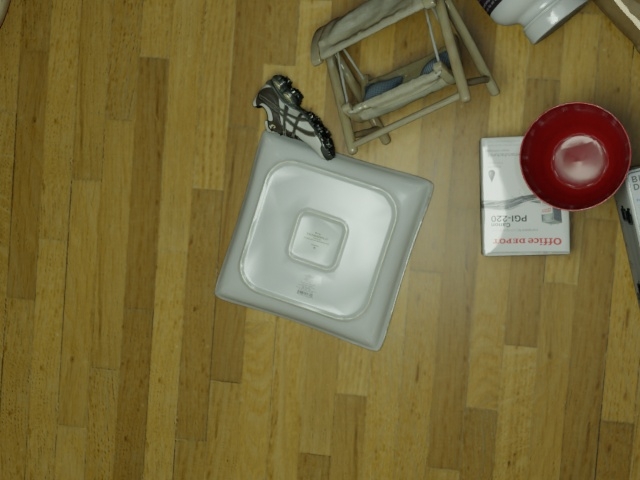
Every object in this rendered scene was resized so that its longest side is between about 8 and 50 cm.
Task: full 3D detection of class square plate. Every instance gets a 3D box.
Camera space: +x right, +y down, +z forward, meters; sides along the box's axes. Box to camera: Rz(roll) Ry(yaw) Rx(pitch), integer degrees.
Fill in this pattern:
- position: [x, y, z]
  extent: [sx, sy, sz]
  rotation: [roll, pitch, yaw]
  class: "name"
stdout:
- position: [0.000, 0.000, 1.822]
  extent: [0.347, 0.049, 0.344]
  rotation: [18, 95, 8]
  class: "square plate"

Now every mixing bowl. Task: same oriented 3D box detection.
- position: [0.436, -0.140, 1.626]
  extent: [0.181, 0.098, 0.181]
  rotation: [0, 90, 20]
  class: "mixing bowl"

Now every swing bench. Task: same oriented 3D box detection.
- position: [0.137, -0.322, 1.691]
  extent: [0.253, 0.165, 0.255]
  rotation: [-22, 90, 31]
  class: "swing bench"

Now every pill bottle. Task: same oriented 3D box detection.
- position: [0.325, -0.509, 1.683]
  extent: [0.181, 0.181, 0.323]
  rotation: [-37, 87, 8]
  class: "pill bottle"

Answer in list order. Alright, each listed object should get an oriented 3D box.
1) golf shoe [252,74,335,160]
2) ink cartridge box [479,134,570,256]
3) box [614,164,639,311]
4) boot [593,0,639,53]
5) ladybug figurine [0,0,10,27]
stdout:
- position: [-0.050, -0.217, 1.811]
  extent: [0.094, 0.077, 0.198]
  rotation: [-39, 76, 12]
  class: "golf shoe"
- position: [0.370, -0.080, 1.741]
  extent: [0.158, 0.092, 0.218]
  rotation: [-2, 94, 8]
  class: "ink cartridge box"
- position: [0.589, 0.008, 1.674]
  extent: [0.087, 0.169, 0.290]
  rotation: [-13, 90, 9]
  class: "box"
- position: [0.617, -0.442, 1.692]
  extent: [0.236, 0.089, 0.269]
  rotation: [-32, 84, 2]
  class: "boot"
- position: [-0.755, -0.451, 1.856]
  extent: [0.449, 0.162, 0.305]
  rotation: [-44, 86, 8]
  class: "ladybug figurine"
